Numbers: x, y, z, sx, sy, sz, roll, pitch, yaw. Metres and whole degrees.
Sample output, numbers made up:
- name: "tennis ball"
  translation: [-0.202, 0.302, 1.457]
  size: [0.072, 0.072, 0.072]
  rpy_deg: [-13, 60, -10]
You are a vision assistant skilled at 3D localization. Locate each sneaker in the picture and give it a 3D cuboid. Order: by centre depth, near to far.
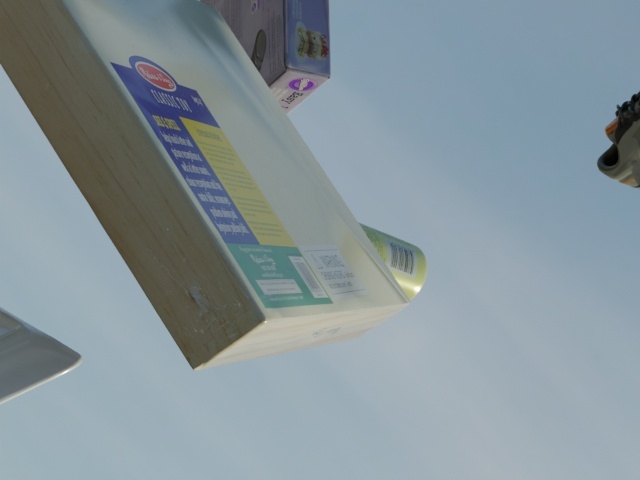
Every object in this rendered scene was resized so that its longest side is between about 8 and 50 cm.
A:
- name: "sneaker"
  translation: [0.457, -0.171, 2.448]
  size: [0.108, 0.100, 0.271]
  rpy_deg: [14, -46, -1]

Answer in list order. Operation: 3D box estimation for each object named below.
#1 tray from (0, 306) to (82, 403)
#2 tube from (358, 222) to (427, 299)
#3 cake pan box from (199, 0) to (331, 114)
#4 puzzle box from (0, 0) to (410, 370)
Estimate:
- name: "tray"
  translation: [-0.293, 0.048, 1.176]
  size: [0.270, 0.145, 0.030]
  rpy_deg: [25, -53, 40]
- name: "tube"
  translation: [0.000, 0.000, 1.653]
  size: [0.070, 0.062, 0.240]
  rpy_deg: [9, -9, 46]
- name: "cake pan box"
  translation: [-0.071, -0.268, 2.114]
  size: [0.246, 0.070, 0.266]
  rpy_deg: [-35, -129, 54]
- name: "puzzle box"
  translation: [-0.072, -0.054, 1.129]
  size: [0.272, 0.052, 0.409]
  rpy_deg: [58, 11, 9]
